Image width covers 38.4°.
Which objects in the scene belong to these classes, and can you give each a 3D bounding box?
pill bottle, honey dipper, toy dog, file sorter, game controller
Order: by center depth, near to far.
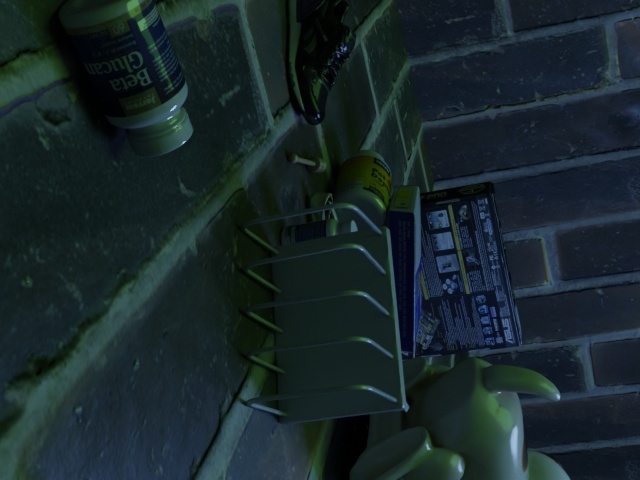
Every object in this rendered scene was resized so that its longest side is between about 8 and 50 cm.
[{"bbox_3d":[-0.193,-0.175,0.951,0.094,0.094,0.169,-80,155,-52],"label":"pill bottle"},{"bbox_3d":[-0.003,0.104,1.319,0.173,0.193,0.277,42,41,-63],"label":"file sorter"},{"bbox_3d":[0.000,0.000,1.523,0.067,0.120,0.067,-9,90,-75],"label":"pill bottle"},{"bbox_3d":[0.301,0.402,1.676,0.408,0.395,0.284,48,16,-22],"label":"toy dog"},{"bbox_3d":[-0.025,-0.145,1.699,0.161,0.030,0.030,0,81,-74],"label":"honey dipper"},{"bbox_3d":[0.102,0.414,1.763,0.319,0.067,0.166,-69,147,-64],"label":"game controller"},{"bbox_3d":[0.088,-0.104,1.929,0.215,0.117,0.117,-77,154,-55],"label":"pill bottle"}]

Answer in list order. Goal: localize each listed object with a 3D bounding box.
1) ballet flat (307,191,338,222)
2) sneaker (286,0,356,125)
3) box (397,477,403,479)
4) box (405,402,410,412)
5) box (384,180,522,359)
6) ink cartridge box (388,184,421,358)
[{"bbox_3d":[0.009,-0.010,1.696,0.057,0.052,0.168,27,56,-72],"label":"ballet flat"},{"bbox_3d":[0.007,-0.362,1.764,0.107,0.124,0.283,46,38,-65],"label":"sneaker"},{"bbox_3d":[0.248,0.433,2.053,0.113,0.094,0.275,96,12,-60],"label":"box"},{"bbox_3d":[0.130,0.279,1.959,0.067,0.063,0.324,-73,151,-56],"label":"box"},{"bbox_3d":[0.285,0.081,2.167,0.097,0.318,0.395,-67,143,-66],"label":"box"},{"bbox_3d":[0.175,0.064,1.927,0.307,0.072,0.303,-56,147,-71],"label":"ink cartridge box"}]
